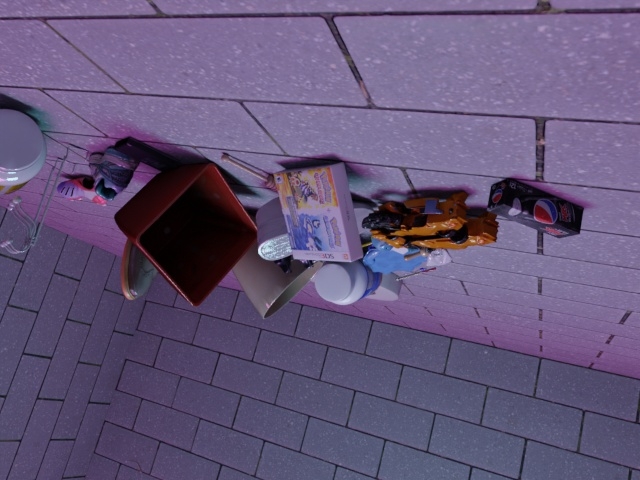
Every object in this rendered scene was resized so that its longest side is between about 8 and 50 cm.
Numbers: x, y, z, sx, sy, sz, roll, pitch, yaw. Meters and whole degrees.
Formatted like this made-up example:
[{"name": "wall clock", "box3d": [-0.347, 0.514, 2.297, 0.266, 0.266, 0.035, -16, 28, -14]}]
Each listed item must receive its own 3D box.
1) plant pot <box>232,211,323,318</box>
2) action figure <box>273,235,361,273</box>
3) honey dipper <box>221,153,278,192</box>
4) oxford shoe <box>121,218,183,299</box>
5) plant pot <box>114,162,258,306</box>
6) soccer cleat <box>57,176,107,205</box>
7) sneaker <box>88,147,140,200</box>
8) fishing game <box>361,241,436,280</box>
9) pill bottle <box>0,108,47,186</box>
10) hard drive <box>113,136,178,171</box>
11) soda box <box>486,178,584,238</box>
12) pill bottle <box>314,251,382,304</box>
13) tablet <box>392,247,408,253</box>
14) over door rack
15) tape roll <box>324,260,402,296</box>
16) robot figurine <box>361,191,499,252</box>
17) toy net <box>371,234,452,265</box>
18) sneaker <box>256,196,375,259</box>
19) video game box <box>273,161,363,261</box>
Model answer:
[{"name": "plant pot", "box3d": [-0.174, 0.053, 1.705, 0.274, 0.256, 0.256, 44, 171, 10]}, {"name": "action figure", "box3d": [0.000, 0.000, 1.548, 0.164, 0.141, 0.276, -20, 179, 41]}, {"name": "honey dipper", "box3d": [-0.158, -0.158, 1.303, 0.161, 0.030, 0.030, 26, 164, -29]}, {"name": "oxford shoe", "box3d": [-0.458, 0.005, 1.614, 0.133, 0.363, 0.130, 8, 154, 14]}, {"name": "plant pot", "box3d": [-0.367, -0.037, 1.456, 0.236, 0.267, 0.267, 19, 150, 42]}, {"name": "soccer cleat", "box3d": [-0.790, -0.179, 1.864, 0.248, 0.083, 0.095, 14, 138, 29]}, {"name": "sneaker", "box3d": [-0.585, -0.169, 1.531, 0.110, 0.122, 0.283, 23, 165, -27]}, {"name": "fishing game", "box3d": [0.215, 0.047, 1.624, 0.189, 0.041, 0.264, -21, 145, 29]}, {"name": "pill bottle", "box3d": [-0.801, -0.223, 1.413, 0.188, 0.188, 0.334, 24, 164, -32]}, {"name": "hard drive", "box3d": [-0.435, -0.213, 1.400, 0.135, 0.022, 0.094, 25, 164, -36]}, {"name": "soda box", "box3d": [0.396, -0.057, 1.034, 0.169, 0.053, 0.060, 18, 167, -14]}, {"name": "pill bottle", "box3d": [0.084, 0.114, 1.715, 0.152, 0.152, 0.272, 10, -173, 22]}, {"name": "tablet", "box3d": [0.235, 0.011, 1.525, 0.054, 0.006, 0.083, 23, 137, -30]}, {"name": "over door rack", "box3d": [-0.795, -0.120, 1.576, 0.108, 0.324, 0.239, 33, 161, -27]}, {"name": "tape roll", "box3d": [0.119, 0.146, 2.158, 0.392, 0.072, 0.392, 14, 166, 4]}, {"name": "robot figurine", "box3d": [0.233, -0.035, 1.244, 0.211, 0.085, 0.291, 25, 163, -34]}, {"name": "toy net", "box3d": [0.254, 0.005, 1.478, 0.232, 0.045, 0.122, 14, 133, -22]}, {"name": "sneaker", "box3d": [-0.022, -0.068, 1.381, 0.292, 0.169, 0.108, -16, 133, 0]}, {"name": "video game box", "box3d": [-0.007, -0.057, 1.204, 0.187, 0.205, 0.048, -1, -163, 45]}]
